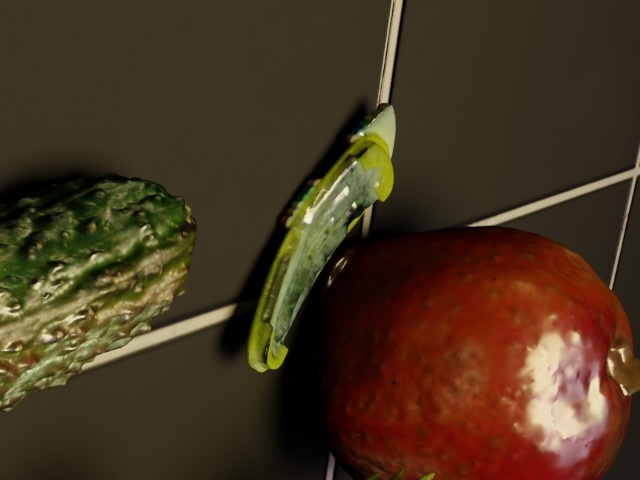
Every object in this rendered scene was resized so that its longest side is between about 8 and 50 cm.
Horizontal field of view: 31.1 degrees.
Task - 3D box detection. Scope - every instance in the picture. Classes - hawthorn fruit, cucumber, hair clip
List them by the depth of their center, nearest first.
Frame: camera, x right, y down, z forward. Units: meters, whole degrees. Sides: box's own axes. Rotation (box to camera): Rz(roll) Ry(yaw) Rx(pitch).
[{"bbox_3d":[-0.174,0.043,0.451,0.359,0.096,0.096,-22,124,-53],"label":"cucumber"},{"bbox_3d":[0.000,0.000,0.724,0.188,0.033,0.060,-59,148,-21],"label":"hair clip"},{"bbox_3d":[0.115,0.088,0.766,0.215,0.249,0.215,24,61,-54],"label":"hawthorn fruit"}]

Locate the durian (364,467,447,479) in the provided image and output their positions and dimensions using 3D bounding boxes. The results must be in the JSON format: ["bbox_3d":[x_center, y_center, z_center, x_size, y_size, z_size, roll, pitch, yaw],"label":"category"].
[{"bbox_3d":[-0.027,0.293,0.671,0.394,0.198,0.163,-40,103,-1],"label":"durian"}]
